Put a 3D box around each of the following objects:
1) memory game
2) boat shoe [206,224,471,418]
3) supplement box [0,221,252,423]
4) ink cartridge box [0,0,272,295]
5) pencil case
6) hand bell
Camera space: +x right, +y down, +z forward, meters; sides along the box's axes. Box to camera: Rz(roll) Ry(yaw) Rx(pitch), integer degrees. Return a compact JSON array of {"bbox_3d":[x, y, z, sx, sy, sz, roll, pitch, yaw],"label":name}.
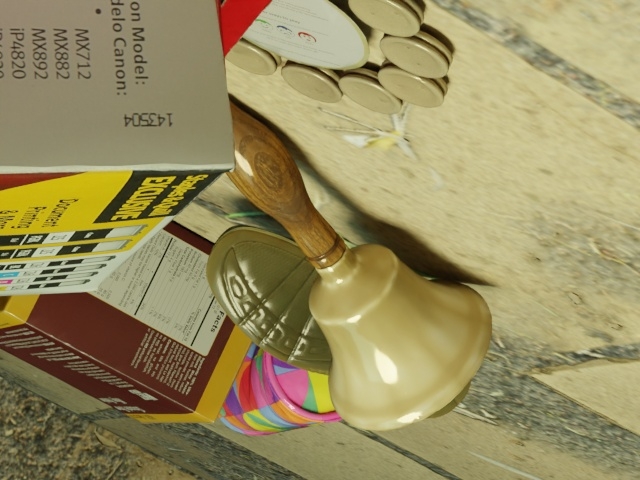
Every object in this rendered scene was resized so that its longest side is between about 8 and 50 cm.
[{"bbox_3d":[-0.019,-0.116,0.836,0.186,0.012,0.186,23,164,7],"label":"memory game"},{"bbox_3d":[0.010,0.054,1.223,0.223,0.080,0.073,31,-165,-19],"label":"boat shoe"},{"bbox_3d":[-0.173,0.053,1.394,0.194,0.129,0.191,30,163,-18],"label":"supplement box"},{"bbox_3d":[-0.142,-0.058,0.748,0.271,0.130,0.309,-2,171,-17],"label":"ink cartridge box"},{"bbox_3d":[-0.032,0.116,1.450,0.104,0.104,0.236,28,164,-13],"label":"pencil case"},{"bbox_3d":[0.000,0.000,1.065,0.126,0.126,0.242,8,145,46],"label":"hand bell"}]
